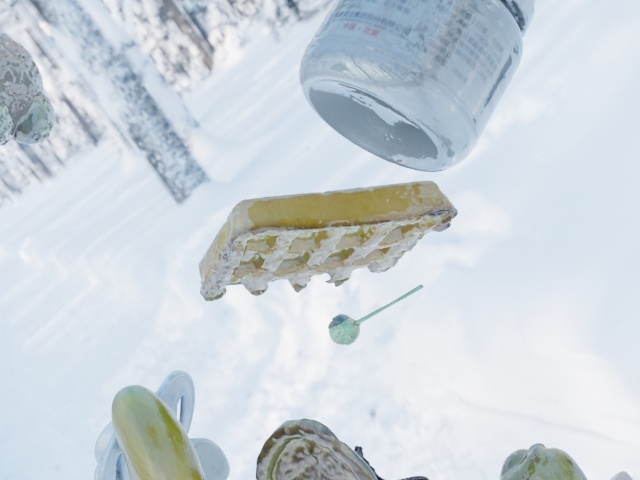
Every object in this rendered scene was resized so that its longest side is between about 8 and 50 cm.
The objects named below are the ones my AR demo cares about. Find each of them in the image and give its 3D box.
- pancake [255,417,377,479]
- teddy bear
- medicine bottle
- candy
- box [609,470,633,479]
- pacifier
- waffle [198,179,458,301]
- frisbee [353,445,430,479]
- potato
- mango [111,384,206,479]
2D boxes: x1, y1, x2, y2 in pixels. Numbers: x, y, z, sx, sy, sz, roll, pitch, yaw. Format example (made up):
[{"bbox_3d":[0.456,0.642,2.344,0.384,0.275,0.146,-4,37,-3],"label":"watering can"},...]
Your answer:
[{"bbox_3d":[0.010,0.348,1.280,0.031,0.250,0.250,-28,3,-43],"label":"pancake"},{"bbox_3d":[-0.431,-0.132,1.056,0.267,0.151,0.236,-25,-3,17],"label":"teddy bear"},{"bbox_3d":[0.140,-0.269,1.230,0.306,0.245,0.245,-59,18,-13],"label":"medicine bottle"},{"bbox_3d":[0.104,0.133,1.814,0.202,0.061,0.061,-31,13,12],"label":"candy"},{"bbox_3d":[0.317,0.283,0.941,0.025,0.115,0.048,-42,-10,34],"label":"box"},{"bbox_3d":[-0.239,0.348,1.555,0.207,0.227,0.279,13,25,20],"label":"pacifier"},{"bbox_3d":[0.000,0.001,1.482,0.348,0.078,0.304,-7,-18,-21],"label":"waffle"},{"bbox_3d":[0.112,0.526,2.090,0.211,0.187,0.012,-36,8,8],"label":"frisbee"},{"bbox_3d":[0.356,0.504,1.629,0.202,0.351,0.218,1,11,-14],"label":"potato"},{"bbox_3d":[-0.227,0.290,1.334,0.091,0.237,0.137,-19,-29,-29],"label":"mango"}]
